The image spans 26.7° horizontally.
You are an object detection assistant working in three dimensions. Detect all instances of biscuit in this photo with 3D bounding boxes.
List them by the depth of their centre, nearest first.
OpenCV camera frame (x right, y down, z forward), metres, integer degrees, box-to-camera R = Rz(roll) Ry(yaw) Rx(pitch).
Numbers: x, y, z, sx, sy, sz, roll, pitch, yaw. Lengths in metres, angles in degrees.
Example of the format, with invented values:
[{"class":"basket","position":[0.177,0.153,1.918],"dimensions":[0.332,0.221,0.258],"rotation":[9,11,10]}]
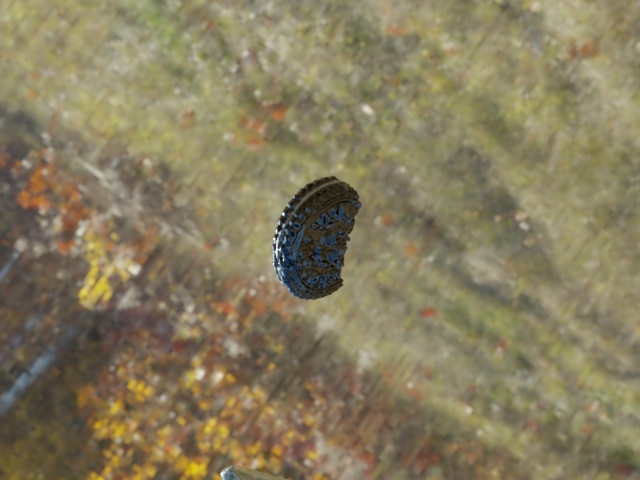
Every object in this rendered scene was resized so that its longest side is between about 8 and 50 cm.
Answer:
[{"class":"biscuit","position":[0.000,0.000,0.962],"dimensions":[0.027,0.087,0.089],"rotation":[30,171,39]}]

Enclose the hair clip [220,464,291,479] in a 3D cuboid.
[{"class":"hair clip","position":[0.028,0.179,0.858],"dimensions":[0.214,0.056,0.062],"rotation":[13,151,-34]}]
